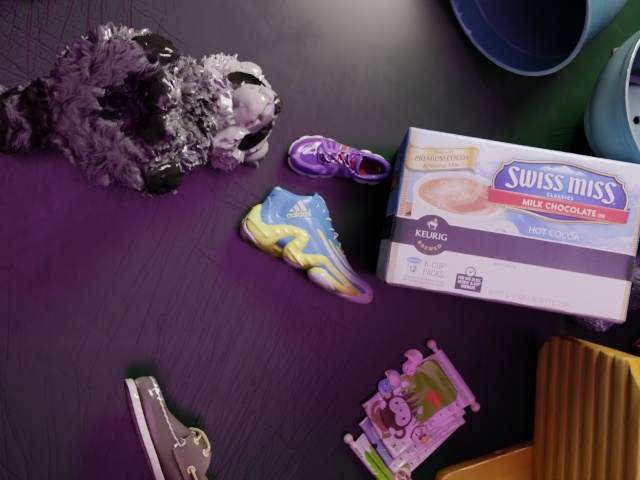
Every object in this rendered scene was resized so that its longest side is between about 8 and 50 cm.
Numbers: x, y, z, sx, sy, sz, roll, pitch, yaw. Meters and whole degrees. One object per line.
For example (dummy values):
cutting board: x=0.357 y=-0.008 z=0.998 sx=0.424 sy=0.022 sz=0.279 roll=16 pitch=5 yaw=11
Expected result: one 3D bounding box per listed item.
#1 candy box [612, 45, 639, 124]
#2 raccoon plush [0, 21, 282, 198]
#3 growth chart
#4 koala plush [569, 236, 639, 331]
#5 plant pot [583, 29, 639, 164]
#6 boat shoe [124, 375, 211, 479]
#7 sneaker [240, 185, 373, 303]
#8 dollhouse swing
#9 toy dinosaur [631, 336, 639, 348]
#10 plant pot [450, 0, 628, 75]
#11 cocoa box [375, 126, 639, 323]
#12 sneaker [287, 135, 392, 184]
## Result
candy box: x=0.556 y=-0.237 z=1.387 sx=0.109 sy=0.053 sz=0.187 roll=7 pitch=89 yaw=-13
raccoon plush: x=-0.276 y=-0.213 z=1.181 sx=0.446 sy=0.299 sz=0.216 roll=18 pitch=105 yaw=19
growth chart: x=0.151 y=0.296 z=1.337 sx=0.237 sy=0.021 sz=0.172 roll=-45 pitch=99 yaw=-8
koala plush: x=0.541 y=0.049 z=1.309 sx=0.203 sy=0.221 sz=0.196 roll=-8 pitch=93 yaw=-12
plant pot: x=0.542 y=-0.198 z=1.254 sx=0.293 sy=0.196 sz=0.293 roll=1 pitch=88 yaw=-15
boat shoe: x=-0.209 y=0.344 z=1.215 sx=0.096 sy=0.116 sz=0.324 roll=-21 pitch=100 yaw=-15
sneaker: x=0.000 y=0.000 z=1.256 sx=0.240 sy=0.091 sz=0.126 roll=31 pitch=85 yaw=-11
dollhouse swing: x=0.312 y=0.338 z=1.205 sx=0.315 sy=0.347 sz=0.305 roll=-14 pitch=96 yaw=-11
toy dinosaur: x=0.652 y=0.200 z=1.342 sx=0.164 sy=0.218 sz=0.322 roll=16 pitch=120 yaw=-39
plant pot: x=0.379 y=-0.436 z=1.249 sx=0.255 sy=0.271 sz=0.272 roll=-35 pitch=99 yaw=-25
cocoa box: x=0.274 y=-0.023 z=1.210 sx=0.347 sy=0.231 sz=0.228 roll=10 pitch=90 yaw=2
sneaker: x=0.034 y=-0.129 z=1.268 sx=0.170 sy=0.071 sz=0.068 roll=6 pitch=91 yaw=-12
